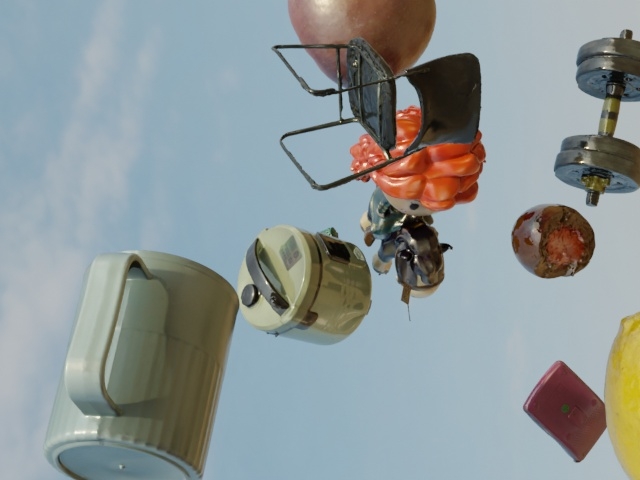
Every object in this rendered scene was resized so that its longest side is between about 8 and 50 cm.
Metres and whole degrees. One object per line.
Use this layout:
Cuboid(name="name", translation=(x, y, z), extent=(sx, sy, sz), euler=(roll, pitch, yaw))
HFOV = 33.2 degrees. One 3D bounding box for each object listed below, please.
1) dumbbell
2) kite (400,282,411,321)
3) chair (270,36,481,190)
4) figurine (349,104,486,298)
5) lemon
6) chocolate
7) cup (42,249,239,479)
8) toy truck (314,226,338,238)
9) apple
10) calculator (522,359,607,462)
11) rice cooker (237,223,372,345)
Cuboid(name="dumbbell", translation=(0.597, -0.255, 2.222), extent=(0.185, 0.185, 0.388), euler=(33, -112, -57))
Cuboid(name="kite", translation=(0.159, 0.115, 1.990), extent=(0.044, 0.002, 0.078), euler=(-7, -81, -59))
Cuboid(name="chair", translation=(0.068, -0.172, 1.307), extent=(0.145, 0.221, 0.140), euler=(-123, 23, -49))
Cuboid(name="figurine", translation=(0.175, -0.082, 2.053), extent=(0.306, 0.241, 0.412), euler=(-96, 12, -54))
Cuboid(name="lemon", translation=(0.527, 0.229, 1.473), extent=(0.316, 0.285, 0.285), euler=(62, -158, 14))
Cuboid(name="chocolate", translation=(0.363, -0.005, 1.704), extent=(0.133, 0.127, 0.124), euler=(54, -135, -46))
Cuboid(name="cup", translation=(-0.264, 0.198, 1.640), extent=(0.256, 0.331, 0.311), euler=(16, -123, -13))
Cuboid(name="toy truck", translation=(0.000, 0.000, 2.230), extent=(0.044, 0.083, 0.039), euler=(28, -130, -48))
Cuboid(name="apple", translation=(0.084, -0.431, 1.982), extent=(0.305, 0.235, 0.306), euler=(39, -147, -31))
Cuboid(name="calculator", translation=(0.476, 0.327, 2.047), extent=(0.190, 0.034, 0.126), euler=(43, -100, -24))
Cuboid(name="rice cooker", translation=(-0.036, 0.083, 2.080), extent=(0.244, 0.226, 0.226), euler=(15, -116, -39))
